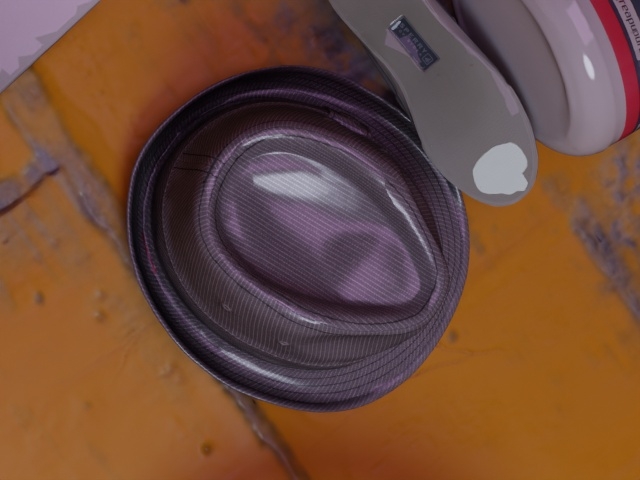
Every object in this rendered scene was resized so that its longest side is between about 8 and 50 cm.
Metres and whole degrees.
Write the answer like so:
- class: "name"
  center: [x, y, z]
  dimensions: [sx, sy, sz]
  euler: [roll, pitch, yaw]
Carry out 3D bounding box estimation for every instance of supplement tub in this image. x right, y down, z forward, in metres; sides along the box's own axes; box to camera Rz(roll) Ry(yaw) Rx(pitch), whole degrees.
- class: "supplement tub"
  center: [0.250, -0.200, 1.419]
  dimensions: [0.272, 0.191, 0.191]
  euler: [-30, 100, -13]

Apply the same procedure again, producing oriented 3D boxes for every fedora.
- class: "fedora"
  center: [0.000, 0.000, 1.387]
  dimensions: [0.275, 0.124, 0.243]
  euler: [38, 82, -14]

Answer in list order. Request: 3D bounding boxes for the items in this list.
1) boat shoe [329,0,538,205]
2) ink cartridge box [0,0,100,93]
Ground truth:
- class: "boat shoe"
  center: [0.086, -0.129, 1.429]
  dimensions: [0.079, 0.081, 0.227]
  euler: [-35, 95, 15]
- class: "ink cartridge box"
  center: [-0.251, -0.277, 1.335]
  dimensions: [0.261, 0.066, 0.296]
  euler: [-45, 103, -10]
